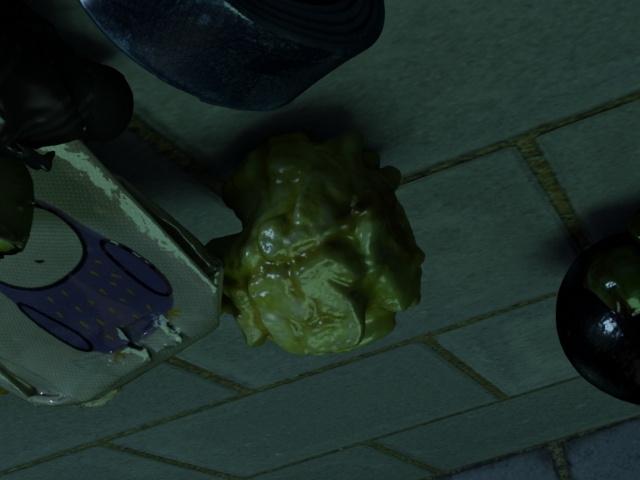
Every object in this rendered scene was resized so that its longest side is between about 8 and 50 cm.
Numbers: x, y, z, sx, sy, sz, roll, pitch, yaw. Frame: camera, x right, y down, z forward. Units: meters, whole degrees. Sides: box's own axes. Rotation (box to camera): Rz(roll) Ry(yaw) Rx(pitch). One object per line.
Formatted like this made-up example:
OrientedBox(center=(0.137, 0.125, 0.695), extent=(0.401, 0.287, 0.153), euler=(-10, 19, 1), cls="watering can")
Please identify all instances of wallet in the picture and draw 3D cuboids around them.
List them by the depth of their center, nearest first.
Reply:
OrientedBox(center=(-0.240, 0.034, 0.973), extent=(0.275, 0.068, 0.335), euler=(34, 132, -28), cls="wallet")

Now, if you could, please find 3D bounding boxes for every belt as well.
OrientedBox(center=(-0.053, -0.144, 0.645), extent=(0.082, 0.141, 0.190), euler=(-31, 158, 33), cls="belt")

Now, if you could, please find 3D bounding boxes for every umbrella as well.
OrientedBox(center=(-0.212, -0.086, 0.678), extent=(0.128, 0.154, 0.337), euler=(-9, 162, 28), cls="umbrella")

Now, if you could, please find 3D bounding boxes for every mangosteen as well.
OrientedBox(center=(0.372, 0.070, 1.357), extent=(0.243, 0.243, 0.243), euler=(-11, 158, -5), cls="mangosteen")

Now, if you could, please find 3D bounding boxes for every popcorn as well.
OrientedBox(center=(-0.001, 0.000, 1.006), extent=(0.167, 0.187, 0.185), euler=(15, -170, 40), cls="popcorn")

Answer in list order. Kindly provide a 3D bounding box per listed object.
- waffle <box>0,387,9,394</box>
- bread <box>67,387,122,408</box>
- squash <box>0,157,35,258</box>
OrientedBox(center=(-0.507, 0.163, 1.224), extent=(0.382, 0.095, 0.379), euler=(-10, 160, -3), cls="waffle")
OrientedBox(center=(-0.262, 0.141, 1.327), extent=(0.083, 0.070, 0.077), euler=(7, 150, -35), cls="bread")
OrientedBox(center=(-0.275, -0.067, 0.804), extent=(0.192, 0.085, 0.184), euler=(33, 167, -24), cls="squash")
